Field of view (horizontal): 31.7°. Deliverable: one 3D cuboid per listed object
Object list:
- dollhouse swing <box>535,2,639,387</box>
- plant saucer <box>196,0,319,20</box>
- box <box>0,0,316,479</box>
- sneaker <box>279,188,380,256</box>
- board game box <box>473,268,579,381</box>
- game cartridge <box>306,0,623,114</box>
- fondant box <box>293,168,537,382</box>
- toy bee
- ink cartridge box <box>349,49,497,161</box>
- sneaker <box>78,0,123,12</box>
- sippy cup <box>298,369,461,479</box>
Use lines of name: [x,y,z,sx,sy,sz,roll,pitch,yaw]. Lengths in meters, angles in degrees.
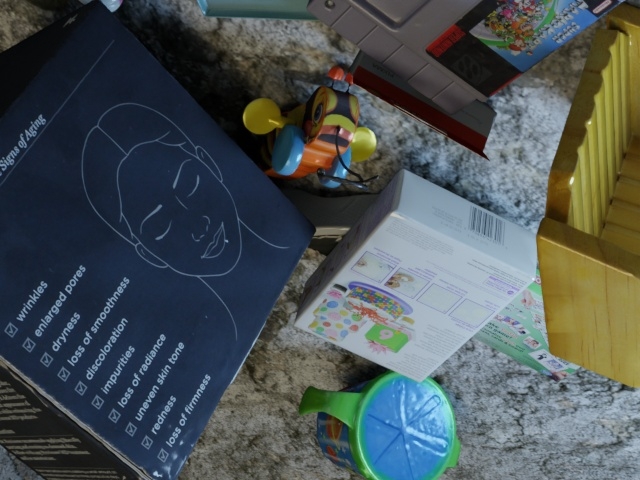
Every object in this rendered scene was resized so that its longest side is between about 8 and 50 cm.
dollhouse swing: [0.435,-0.032,1.238,0.304,0.347,0.315,11,146,23]
plant saucer: [-0.081,-0.321,1.480,0.192,0.018,0.067,8,145,27]
box: [-0.334,0.022,1.555,0.297,0.480,0.472,-11,130,46]
sneaker: [0.000,0.000,1.822,0.295,0.105,0.147,2,138,25]
board game box: [0.308,0.110,1.834,0.317,0.046,0.213,28,148,-5]
game cartridge: [0.163,-0.273,1.168,0.230,0.068,0.355,37,146,-13]
fondant box: [0.138,0.064,1.709,0.238,0.096,0.330,25,136,-13]
toy bee: [0.011,-0.156,1.572,0.298,0.162,0.195,13,179,45]
ink cartridge box: [0.129,-0.179,1.382,0.189,0.066,0.232,28,-173,-5]
sneaker: [-0.348,-0.384,1.537,0.178,0.072,0.077,19,138,-6]
sippy cup: [0.111,0.373,2.222,0.306,0.240,0.224,60,151,-9]
